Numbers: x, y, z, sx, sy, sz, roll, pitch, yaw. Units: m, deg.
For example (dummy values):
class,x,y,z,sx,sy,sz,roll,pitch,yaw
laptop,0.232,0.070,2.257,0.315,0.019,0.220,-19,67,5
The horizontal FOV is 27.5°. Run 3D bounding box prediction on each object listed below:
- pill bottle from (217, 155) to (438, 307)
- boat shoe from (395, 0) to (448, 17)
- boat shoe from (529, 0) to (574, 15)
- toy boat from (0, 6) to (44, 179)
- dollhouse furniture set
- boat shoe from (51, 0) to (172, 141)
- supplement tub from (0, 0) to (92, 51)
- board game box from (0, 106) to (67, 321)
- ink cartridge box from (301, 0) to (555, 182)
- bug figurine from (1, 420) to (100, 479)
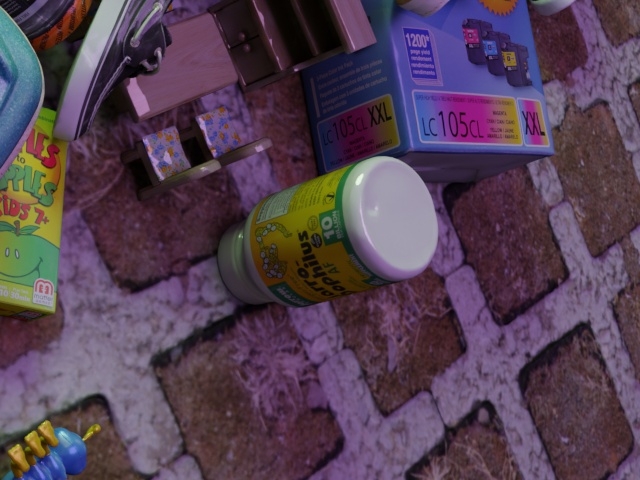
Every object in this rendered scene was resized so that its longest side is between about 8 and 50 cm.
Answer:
class,x,y,z,sx,sy,sz,roll,pitch,yaw
pill bottle,0.000,0.000,1.251,0.118,0.208,0.117,16,67,-42
boat shoe,0.167,-0.306,1.380,0.096,0.098,0.277,50,47,-20
boat shoe,0.319,-0.434,1.779,0.102,0.108,0.301,41,50,-29
toy boat,-0.364,-0.134,0.955,0.318,0.148,0.267,44,64,-22
dollhouse furniture set,-0.092,-0.186,1.250,0.242,0.161,0.212,-30,100,-45
boat shoe,-0.163,-0.178,1.128,0.070,0.078,0.219,26,83,-13
supplement tub,-0.283,-0.248,1.093,0.190,0.117,0.117,44,49,-47
board game box,-0.269,-0.030,1.110,0.092,0.043,0.181,16,67,-41
ink cartridge box,0.102,-0.270,1.484,0.270,0.151,0.395,-3,78,-46
bug figurine,-0.215,0.292,1.047,0.216,0.072,0.279,-36,108,-38
